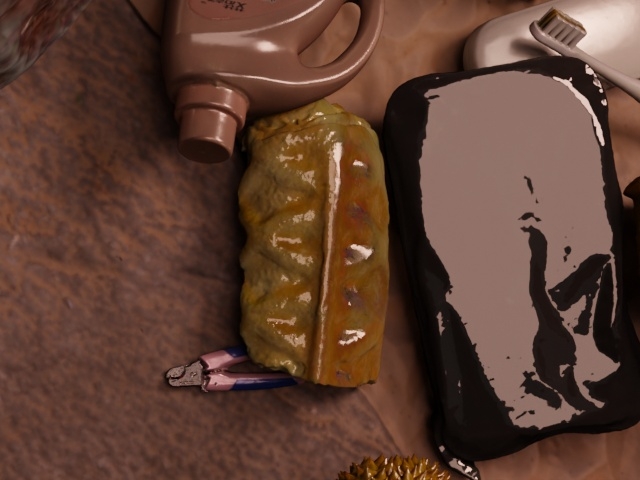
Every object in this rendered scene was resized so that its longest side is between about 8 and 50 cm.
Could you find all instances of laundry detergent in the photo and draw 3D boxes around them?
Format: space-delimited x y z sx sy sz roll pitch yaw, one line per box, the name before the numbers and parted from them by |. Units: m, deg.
laundry detergent | -0.036 -0.165 1.221 0.171 0.076 0.237 10 64 -11

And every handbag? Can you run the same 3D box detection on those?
handbag | 0.161 0.021 1.295 0.192 0.075 0.332 -10 94 -12

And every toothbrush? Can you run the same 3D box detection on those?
toothbrush | 0.308 -0.117 1.372 0.342 0.030 0.025 26 34 -32

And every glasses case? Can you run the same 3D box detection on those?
glasses case | 0.228 -0.171 1.371 0.233 0.059 0.092 -21 95 -22

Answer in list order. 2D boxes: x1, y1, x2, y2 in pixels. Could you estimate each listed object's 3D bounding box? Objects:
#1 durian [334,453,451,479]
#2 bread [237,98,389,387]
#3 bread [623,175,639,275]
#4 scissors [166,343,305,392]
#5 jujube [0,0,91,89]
durian | 0.057 0.238 1.193 0.137 0.168 0.158 -14 69 -7
bread | 0.000 0.000 1.238 0.128 0.088 0.232 3 80 -31
bread | 0.384 0.012 1.309 0.268 0.268 0.145 8 83 -21
scissors | -0.066 0.101 1.234 0.113 0.012 0.039 -7 84 -23
jujube | -0.264 -0.222 1.077 0.215 0.246 0.308 41 61 9
